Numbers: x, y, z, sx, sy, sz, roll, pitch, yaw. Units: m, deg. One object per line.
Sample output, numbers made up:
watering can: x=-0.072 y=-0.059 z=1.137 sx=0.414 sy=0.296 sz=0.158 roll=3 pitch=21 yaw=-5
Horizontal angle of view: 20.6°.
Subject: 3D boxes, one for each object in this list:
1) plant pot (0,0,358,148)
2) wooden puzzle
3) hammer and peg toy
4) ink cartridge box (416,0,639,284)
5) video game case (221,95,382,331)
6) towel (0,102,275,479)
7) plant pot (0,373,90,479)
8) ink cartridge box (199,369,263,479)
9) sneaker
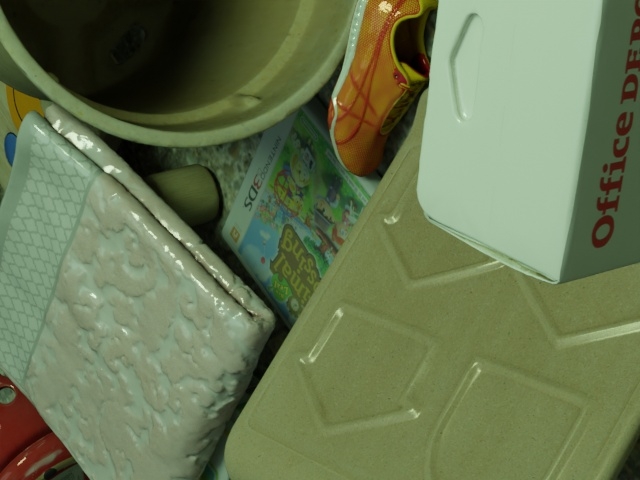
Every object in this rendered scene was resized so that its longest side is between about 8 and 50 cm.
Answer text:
plant pot: x=-0.171 y=-0.234 z=1.473 sx=0.305 sy=0.334 sz=0.334 roll=-2 pitch=99 yaw=64
wooden puzzle: x=0.120 y=0.079 z=1.259 sx=0.322 sy=0.080 sz=0.348 roll=20 pitch=80 yaw=46
hammer and peg toy: x=-0.260 y=-0.099 z=1.753 sx=0.361 sy=0.127 sz=0.266 roll=55 pitch=138 yaw=27
ink cartridge box: x=0.206 y=-0.107 z=1.008 sx=0.117 sy=0.283 sz=0.207 roll=30 pitch=124 yaw=44
video game case: x=0.000 y=0.000 z=1.530 sx=0.212 sy=0.023 sz=0.193 roll=53 pitch=137 yaw=28
towel: x=-0.203 y=0.083 z=1.650 sx=0.317 sy=0.053 sz=0.332 roll=44 pitch=135 yaw=19
plant pot: x=-0.325 y=0.218 z=1.888 sx=0.174 sy=0.191 sz=0.191 roll=47 pitch=135 yaw=30
ink cartridge box: x=-0.101 y=0.215 z=1.698 sx=0.109 sy=0.062 sz=0.209 roll=37 pitch=129 yaw=40
sneaker: x=0.050 y=-0.121 z=1.398 sx=0.067 sy=0.064 sz=0.175 roll=30 pitch=130 yaw=26
